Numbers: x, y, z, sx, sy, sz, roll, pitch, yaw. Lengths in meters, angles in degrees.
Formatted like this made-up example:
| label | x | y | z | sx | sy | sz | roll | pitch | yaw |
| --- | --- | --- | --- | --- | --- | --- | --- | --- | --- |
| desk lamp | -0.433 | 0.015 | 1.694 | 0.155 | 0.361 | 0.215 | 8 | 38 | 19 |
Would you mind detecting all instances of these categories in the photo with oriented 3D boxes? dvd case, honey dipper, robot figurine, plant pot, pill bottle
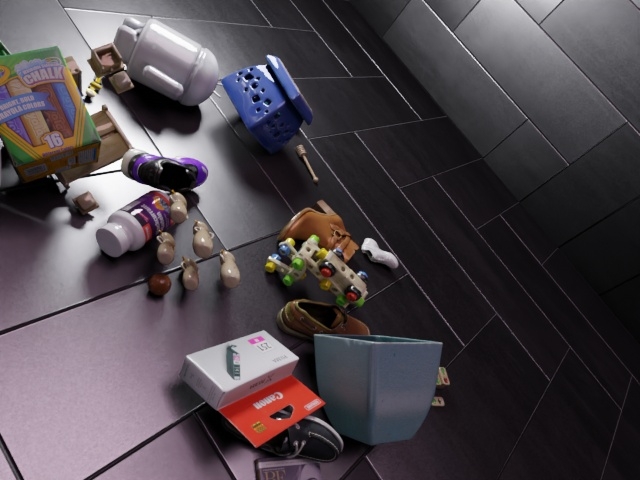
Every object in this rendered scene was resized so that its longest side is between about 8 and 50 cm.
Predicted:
| label | x | y | z | sx | sy | sz | roll | pitch | yaw |
| --- | --- | --- | --- | --- | --- | --- | --- | --- | --- |
| dvd case | -0.057 | 0.595 | 1.086 | 0.165 | 0.018 | 0.221 | 12 | 49 | -33 |
| honey dipper | -0.048 | -0.288 | 1.847 | 0.031 | 0.030 | 0.160 | -8 | 63 | -44 |
| robot figurine | -0.482 | -0.570 | 1.585 | 0.354 | 0.200 | 0.299 | 24 | 42 | -24 |
| plant pot | 0.139 | 0.378 | 1.265 | 0.248 | 0.247 | 0.252 | 9 | 81 | -35 |
| pill bottle | -0.458 | -0.041 | 1.222 | 0.108 | 0.108 | 0.193 | 43 | 40 | -2 |
| plant pot | -0.169 | -0.476 | 1.693 | 0.235 | 0.212 | 0.236 | 61 | 9 | 17 |

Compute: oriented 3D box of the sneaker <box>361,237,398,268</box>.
| label | x | y | z | sx | sy | sz | roll | pitch | yaw |
| --- | --- | --- | --- | --- | --- | --- | --- | --- | --- |
| sneaker | 0.209 | 0.059 | 1.755 | 0.152 | 0.053 | 0.061 | 36 | 49 | -1 |

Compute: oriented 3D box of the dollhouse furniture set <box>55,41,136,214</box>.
| label | x | y | z | sx | sy | sz | roll | pitch | yaw |
| --- | --- | --- | --- | --- | --- | --- | --- | --- | --- |
| dollhouse furniture set | -0.591 | -0.283 | 1.299 | 0.303 | 0.174 | 0.355 | -34 | 99 | -25 |

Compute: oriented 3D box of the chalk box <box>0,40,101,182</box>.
| label | x | y | z | sx | sy | sz | roll | pitch | yaw |
| --- | --- | --- | --- | --- | --- | --- | --- | --- | --- |
| chalk box | -0.634 | -0.303 | 1.085 | 0.179 | 0.180 | 0.288 | -24 | 95 | -26 |

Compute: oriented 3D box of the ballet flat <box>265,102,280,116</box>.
| label | x | y | z | sx | sy | sz | roll | pitch | yaw |
| --- | --- | --- | --- | --- | --- | --- | --- | --- | --- |
| ballet flat | -0.172 | -0.527 | 1.932 | 0.213 | 0.072 | 0.068 | 37 | 13 | -10 |

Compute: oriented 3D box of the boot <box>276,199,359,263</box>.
| label | x | y | z | sx | sy | sz | roll | pitch | yaw |
| --- | --- | --- | --- | --- | --- | --- | --- | --- | --- |
| boot | 0.000 | 0.000 | 1.598 | 0.220 | 0.109 | 0.283 | 51 | 33 | 2 |

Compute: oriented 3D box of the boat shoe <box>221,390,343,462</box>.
| label | x | y | z | sx | sy | sz | roll | pitch | yaw |
| --- | --- | --- | --- | --- | --- | --- | --- | --- | --- |
| boat shoe | -0.087 | 0.443 | 1.111 | 0.303 | 0.114 | 0.091 | 25 | 21 | -6 |

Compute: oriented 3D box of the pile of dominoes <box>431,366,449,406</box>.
| label | x | y | z | sx | sy | sz | roll | pitch | yaw |
| --- | --- | --- | --- | --- | --- | --- | --- | --- | --- |
| pile of dominoes | 0.294 | 0.412 | 1.525 | 0.251 | 0.040 | 0.195 | 14 | 48 | -32 |

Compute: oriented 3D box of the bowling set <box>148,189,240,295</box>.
| label | x | y | z | sx | sy | sz | roll | pitch | yaw |
| --- | --- | --- | --- | --- | --- | --- | --- | --- | --- |
| bowling set | -0.352 | 0.032 | 1.227 | 0.287 | 0.200 | 0.154 | 60 | -1 | -28 |

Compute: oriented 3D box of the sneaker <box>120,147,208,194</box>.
| label | x | y | z | sx | sy | sz | roll | pitch | yaw |
| --- | --- | --- | --- | --- | --- | --- | --- | --- | --- |
| sneaker | -0.381 | -0.170 | 1.327 | 0.146 | 0.102 | 0.293 | 22 | 12 | 23 |

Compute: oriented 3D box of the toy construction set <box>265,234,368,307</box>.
| label | x | y | z | sx | sy | sz | roll | pitch | yaw |
| --- | --- | --- | --- | --- | --- | --- | --- | --- | --- |
| toy construction set | 0.017 | 0.110 | 1.436 | 0.328 | 0.215 | 0.151 | 32 | 54 | -22 |

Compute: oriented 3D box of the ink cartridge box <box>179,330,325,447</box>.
| label | x | y | z | sx | sy | sz | roll | pitch | yaw |
| --- | --- | --- | --- | --- | --- | --- | --- | --- | --- |
| ink cartridge box | -0.137 | 0.318 | 1.108 | 0.239 | 0.060 | 0.275 | 31 | 18 | 26 |

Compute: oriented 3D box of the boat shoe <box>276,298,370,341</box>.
| label | x | y | z | sx | sy | sz | roll | pitch | yaw |
| --- | --- | --- | --- | --- | --- | --- | --- | --- | --- |
| boat shoe | 0.032 | 0.243 | 1.397 | 0.307 | 0.104 | 0.110 | 17 | 47 | -30 |

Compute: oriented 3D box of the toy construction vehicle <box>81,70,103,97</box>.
| label | x | y | z | sx | sy | sz | roll | pitch | yaw |
| --- | --- | --- | --- | --- | --- | --- | --- | --- | --- |
| toy construction vehicle | -0.697 | -0.464 | 1.449 | 0.086 | 0.035 | 0.098 | 25 | 45 | -38 |
